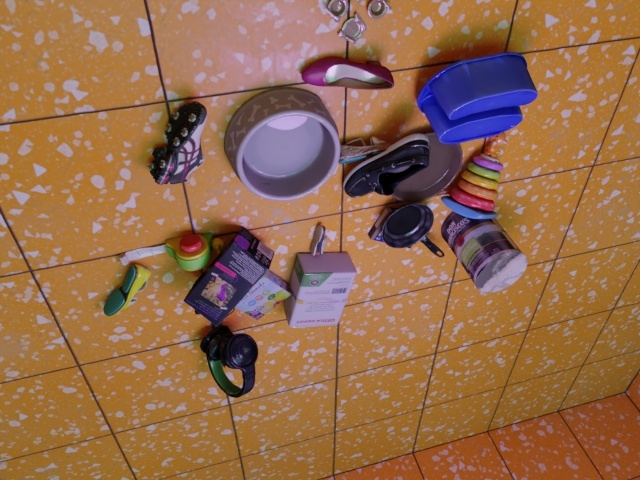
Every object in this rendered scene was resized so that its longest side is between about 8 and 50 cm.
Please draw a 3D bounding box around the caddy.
[{"bbox_3d":[0.457,-0.429,1.650,0.341,0.179,0.241,-13,157,-10],"label":"caddy"}]

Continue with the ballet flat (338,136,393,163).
[{"bbox_3d":[0.145,-0.285,1.732,0.206,0.067,0.073,-10,176,-13],"label":"ballet flat"}]

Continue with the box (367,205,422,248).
[{"bbox_3d":[0.299,-0.042,2.041,0.225,0.036,0.136,11,126,-31],"label":"box"}]

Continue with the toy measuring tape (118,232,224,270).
[{"bbox_3d":[-0.464,0.053,1.774,0.330,0.121,0.121,-13,134,-10],"label":"toy measuring tape"}]

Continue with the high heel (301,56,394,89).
[{"bbox_3d":[0.076,-0.438,1.527,0.244,0.117,0.082,-5,132,-18],"label":"high heel"}]

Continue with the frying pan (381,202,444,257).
[{"bbox_3d":[0.356,-0.046,1.998,0.326,0.053,0.197,10,125,-30],"label":"frying pan"}]

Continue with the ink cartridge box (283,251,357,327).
[{"bbox_3d":[-0.008,0.182,2.069,0.201,0.117,0.278,0,130,-21],"label":"ink cartridge box"}]

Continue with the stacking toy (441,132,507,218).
[{"bbox_3d":[0.552,-0.231,1.905,0.166,0.175,0.302,-9,121,-53],"label":"stacking toy"}]

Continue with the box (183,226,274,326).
[{"bbox_3d":[-0.292,0.115,1.822,0.143,0.165,0.270,40,108,-10],"label":"box"}]

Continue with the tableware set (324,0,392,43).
[{"bbox_3d":[0.098,-0.601,1.455,0.169,0.020,0.141,-40,133,17],"label":"tableware set"}]

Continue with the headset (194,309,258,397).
[{"bbox_3d":[-0.360,0.396,2.055,0.185,0.243,0.394,-17,110,-43],"label":"headset"}]

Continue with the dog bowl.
[{"bbox_3d":[-0.101,-0.263,1.633,0.349,0.102,0.348,-11,134,-12],"label":"dog bowl"}]

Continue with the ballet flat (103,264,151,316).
[{"bbox_3d":[-0.629,0.170,1.851,0.077,0.077,0.231,10,126,-49],"label":"ballet flat"}]

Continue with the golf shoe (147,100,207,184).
[{"bbox_3d":[-0.369,-0.265,1.544,0.120,0.105,0.273,4,137,-45],"label":"golf shoe"}]

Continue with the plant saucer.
[{"bbox_3d":[0.336,-0.246,1.863,0.278,0.041,0.278,-12,135,-12],"label":"plant saucer"}]

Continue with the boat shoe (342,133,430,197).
[{"bbox_3d":[0.203,-0.196,1.731,0.340,0.113,0.127,-28,153,36],"label":"boat shoe"}]

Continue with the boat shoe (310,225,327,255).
[{"bbox_3d":[0.000,0.000,1.953,0.043,0.049,0.137,-4,135,-22],"label":"boat shoe"}]

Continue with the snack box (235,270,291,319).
[{"bbox_3d":[-0.236,0.178,2.009,0.174,0.070,0.207,-38,131,16],"label":"snack box"}]

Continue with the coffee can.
[{"bbox_3d":[0.590,0.023,2.045,0.202,0.275,0.201,-11,134,-12],"label":"coffee can"}]
